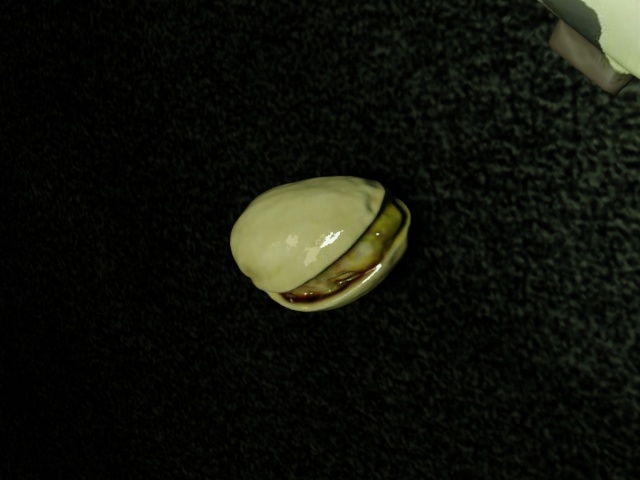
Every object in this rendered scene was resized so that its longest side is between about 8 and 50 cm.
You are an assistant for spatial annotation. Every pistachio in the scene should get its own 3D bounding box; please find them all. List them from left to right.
[{"bbox_3d":[0.000,0.000,0.822,0.149,0.113,0.113,-17,91,31],"label":"pistachio"}]

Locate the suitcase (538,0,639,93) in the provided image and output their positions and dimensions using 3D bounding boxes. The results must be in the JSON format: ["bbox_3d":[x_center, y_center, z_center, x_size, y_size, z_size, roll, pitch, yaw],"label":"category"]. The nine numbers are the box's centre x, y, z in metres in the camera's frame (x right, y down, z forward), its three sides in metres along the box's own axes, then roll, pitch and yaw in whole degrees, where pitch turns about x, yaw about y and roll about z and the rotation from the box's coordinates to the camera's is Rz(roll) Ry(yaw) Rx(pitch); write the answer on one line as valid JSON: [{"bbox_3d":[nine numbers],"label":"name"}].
[{"bbox_3d":[0.174,-0.274,0.501,0.351,0.194,0.339,45,123,24],"label":"suitcase"}]
